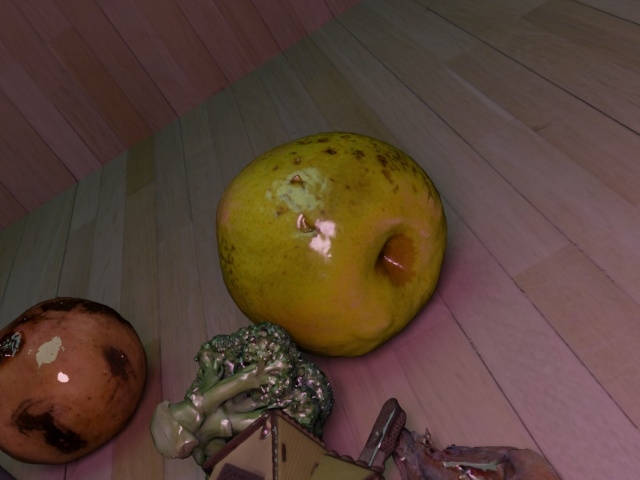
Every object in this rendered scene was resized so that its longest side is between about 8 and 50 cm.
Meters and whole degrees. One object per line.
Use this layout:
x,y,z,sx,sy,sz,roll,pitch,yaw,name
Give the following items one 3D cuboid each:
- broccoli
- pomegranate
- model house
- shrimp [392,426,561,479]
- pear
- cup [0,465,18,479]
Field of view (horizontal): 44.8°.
-0.113,0.253,1.101,0.270,0.270,0.270,-5,-3,41,broccoli
-0.483,0.261,1.451,0.322,0.322,0.322,-25,30,16,pomegranate
-0.016,0.283,0.950,0.205,0.218,0.278,7,61,48,model house
0.185,0.295,0.947,0.164,0.062,0.317,-34,33,-10,shrimp
0.000,0.000,1.263,0.391,0.391,0.391,-25,30,16,pear
-0.763,0.482,1.396,0.357,0.274,0.259,-24,30,15,cup
